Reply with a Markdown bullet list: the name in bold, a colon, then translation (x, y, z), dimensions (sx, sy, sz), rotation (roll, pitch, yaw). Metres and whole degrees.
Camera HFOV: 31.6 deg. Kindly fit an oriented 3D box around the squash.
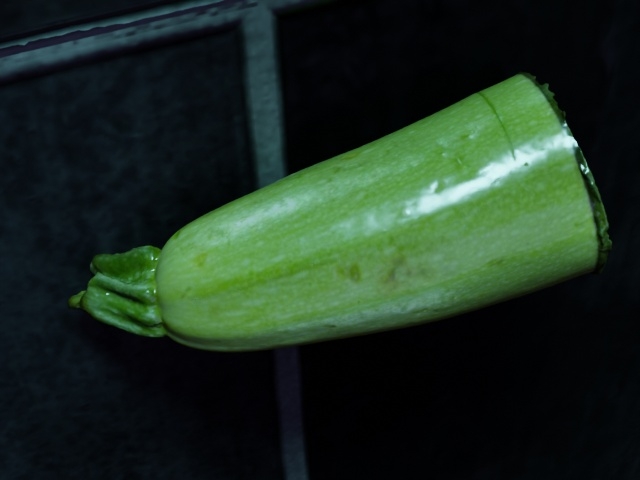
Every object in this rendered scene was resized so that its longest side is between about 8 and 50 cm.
- **squash**: translation (0.000, 0.000, 0.483), dimensions (0.224, 0.094, 0.094), rotation (-16, 138, 0)
